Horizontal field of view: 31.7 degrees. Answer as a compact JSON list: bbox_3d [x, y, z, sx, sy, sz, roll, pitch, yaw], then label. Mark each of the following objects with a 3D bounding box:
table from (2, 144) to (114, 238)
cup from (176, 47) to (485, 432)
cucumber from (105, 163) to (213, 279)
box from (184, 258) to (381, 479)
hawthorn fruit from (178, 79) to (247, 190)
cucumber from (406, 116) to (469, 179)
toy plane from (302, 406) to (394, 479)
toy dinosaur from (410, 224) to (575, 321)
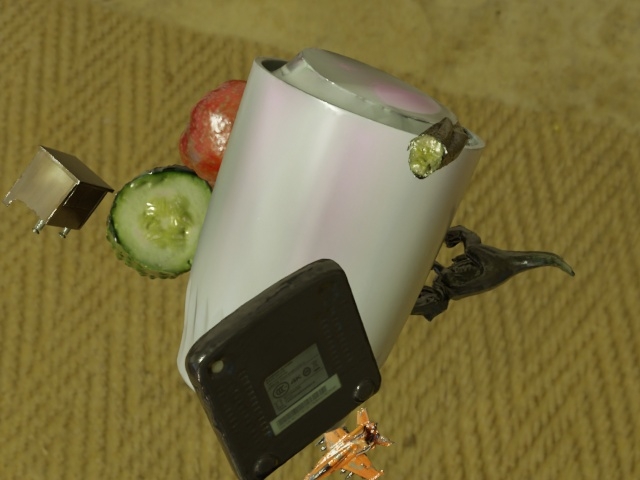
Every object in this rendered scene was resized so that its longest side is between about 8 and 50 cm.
[{"bbox_3d":[-0.305,-0.052,1.307,0.070,0.083,0.082,40,98,15],"label":"table"},{"bbox_3d":[0.000,0.000,1.198,0.253,0.253,0.371,24,105,16],"label":"cup"},{"bbox_3d":[-0.206,-0.006,1.417,0.134,0.244,0.134,3,78,-15],"label":"cucumber"},{"bbox_3d":[-0.021,0.087,0.747,0.126,0.125,0.027,-34,38,-20],"label":"box"},{"bbox_3d":[-0.089,-0.117,1.536,0.203,0.162,0.162,37,68,14],"label":"hawthorn fruit"},{"bbox_3d":[0.094,-0.074,0.907,0.033,0.135,0.034,36,108,7],"label":"cucumber"},{"bbox_3d":[0.022,0.343,1.775,0.188,0.062,0.135,-41,90,20],"label":"toy plane"},{"bbox_3d":[0.203,0.065,1.405,0.187,0.087,0.179,-39,48,-9],"label":"toy dinosaur"}]
